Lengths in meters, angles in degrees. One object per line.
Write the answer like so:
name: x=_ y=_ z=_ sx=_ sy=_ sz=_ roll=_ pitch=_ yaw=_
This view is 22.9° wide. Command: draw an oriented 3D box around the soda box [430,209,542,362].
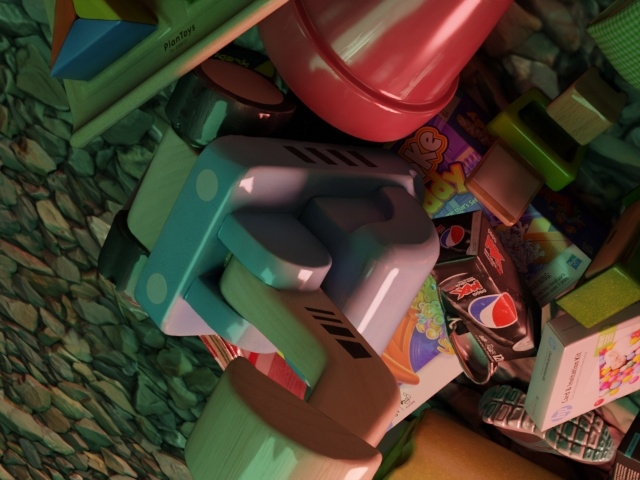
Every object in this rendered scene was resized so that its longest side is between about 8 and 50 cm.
soda box: x=0.157 y=0.046 z=1.495 sx=0.053 sy=0.060 sz=0.169 roll=-11 pitch=139 yaw=25

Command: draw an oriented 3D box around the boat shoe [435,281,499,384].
boat shoe: x=0.144 y=0.086 z=1.573 sx=0.046 sy=0.038 sz=0.125 roll=-10 pitch=114 yaw=23

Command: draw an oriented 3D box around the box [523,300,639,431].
box: x=0.295 y=0.102 z=1.546 sx=0.038 sy=0.186 sz=0.145 roll=58 pitch=157 yaw=34

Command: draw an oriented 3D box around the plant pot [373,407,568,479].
plant pot: x=0.174 y=0.335 z=1.827 sx=0.254 sy=0.276 sz=0.276 roll=35 pitch=146 yaw=1

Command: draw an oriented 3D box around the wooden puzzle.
wooden puzzle: x=-0.168 y=-0.296 z=1.376 sx=0.322 sy=0.080 sz=0.347 roll=-29 pitch=65 yaw=40

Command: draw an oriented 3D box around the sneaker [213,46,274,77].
sneaker: x=-0.115 y=-0.182 z=1.717 sx=0.144 sy=0.053 sz=0.059 roll=25 pitch=145 yaw=23

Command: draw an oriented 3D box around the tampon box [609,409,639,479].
tampon box: x=0.400 y=0.241 z=1.655 sx=0.161 sy=0.120 sz=0.101 roll=24 pitch=143 yaw=22

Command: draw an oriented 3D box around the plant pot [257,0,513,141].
plant pot: x=0.074 y=-0.215 z=1.396 sx=0.201 sy=0.201 sz=0.180 roll=45 pitch=130 yaw=-9

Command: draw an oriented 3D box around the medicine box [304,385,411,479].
medicine box: x=0.023 y=0.345 z=2.105 sx=0.263 sy=0.149 sz=0.289 roll=22 pitch=142 yaw=24

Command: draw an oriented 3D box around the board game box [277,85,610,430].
board game box: x=0.090 y=0.026 z=1.634 sx=0.233 sy=0.078 sz=0.347 roll=43 pitch=124 yaw=-5

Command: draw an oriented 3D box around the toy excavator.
toy excavator: x=-0.013 y=0.047 z=1.323 sx=0.445 sy=0.433 sz=0.222 roll=43 pitch=116 yaw=33

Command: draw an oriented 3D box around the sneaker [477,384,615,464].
sneaker: x=0.266 y=0.219 z=1.827 sx=0.166 sy=0.065 sz=0.076 roll=22 pitch=159 yaw=29

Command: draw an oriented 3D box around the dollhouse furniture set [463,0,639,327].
dollhouse furniture set: x=0.276 y=-0.085 z=1.371 sx=0.197 sy=0.151 sz=0.301 roll=42 pitch=146 yaw=-4

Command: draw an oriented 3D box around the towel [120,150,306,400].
towel: x=-0.092 y=0.031 z=1.790 sx=0.037 sy=0.237 sz=0.329 roll=-20 pitch=117 yaw=27
